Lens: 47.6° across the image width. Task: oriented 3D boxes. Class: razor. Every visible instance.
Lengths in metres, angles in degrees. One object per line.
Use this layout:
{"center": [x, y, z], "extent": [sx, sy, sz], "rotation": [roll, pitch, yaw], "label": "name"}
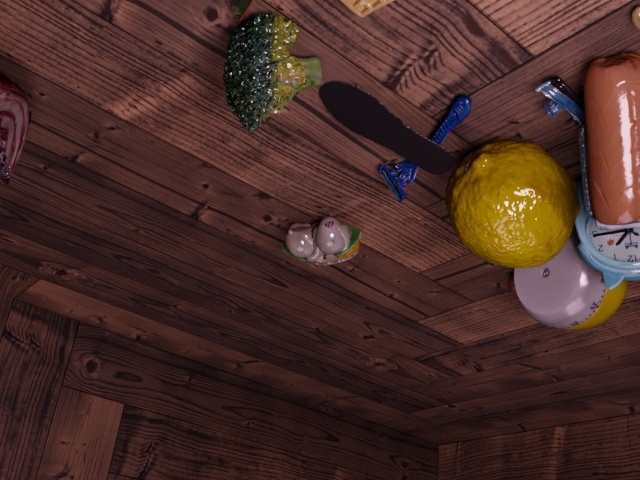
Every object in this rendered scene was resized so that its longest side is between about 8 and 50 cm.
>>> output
{"center": [0.233, -0.206, 1.536], "extent": [0.056, 0.093, 0.324], "rotation": [-26, 166, -35], "label": "razor"}

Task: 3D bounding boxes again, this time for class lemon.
{"center": [0.404, -0.069, 1.522], "extent": [0.268, 0.268, 0.322], "rotation": [-22, 137, 41], "label": "lemon"}

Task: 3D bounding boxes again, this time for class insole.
{"center": [0.136, -0.228, 1.483], "extent": [0.322, 0.007, 0.109], "rotation": [29, 142, -13], "label": "insole"}

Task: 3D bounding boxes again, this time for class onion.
{"center": [-0.727, -0.292, 1.497], "extent": [0.280, 0.146, 0.314], "rotation": [33, 149, 3], "label": "onion"}

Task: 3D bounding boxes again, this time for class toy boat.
{"center": [0.454, -0.261, 1.374], "extent": [0.061, 0.060, 0.137], "rotation": [-39, 135, 25], "label": "toy boat"}

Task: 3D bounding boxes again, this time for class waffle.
{"center": [0.095, -0.426, 1.190], "extent": [0.152, 0.023, 0.097], "rotation": [-16, 145, 37], "label": "waffle"}

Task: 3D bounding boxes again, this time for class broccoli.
{"center": [-0.082, -0.313, 1.340], "extent": [0.194, 0.194, 0.220], "rotation": [8, 128, -4], "label": "broccoli"}

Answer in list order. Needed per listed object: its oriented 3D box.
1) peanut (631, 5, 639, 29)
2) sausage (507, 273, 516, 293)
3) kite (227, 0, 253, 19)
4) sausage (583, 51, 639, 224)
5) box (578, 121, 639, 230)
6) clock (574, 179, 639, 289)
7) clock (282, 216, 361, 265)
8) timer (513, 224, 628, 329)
{"center": [0.549, -0.361, 1.204], "extent": [0.083, 0.037, 0.037], "rotation": [23, 147, -20], "label": "peanut"}
{"center": [0.581, 0.104, 2.006], "extent": [0.065, 0.065, 0.169], "rotation": [22, 148, -26], "label": "sausage"}
{"center": [-0.134, -0.478, 1.156], "extent": [0.234, 0.016, 0.321], "rotation": [-5, 150, 16], "label": "kite"}
{"center": [0.539, -0.179, 1.296], "extent": [0.121, 0.304, 0.121], "rotation": [-8, -170, 1], "label": "sausage"}
{"center": [0.604, -0.131, 1.439], "extent": [0.162, 0.130, 0.227], "rotation": [-5, 116, 20], "label": "box"}
{"center": [0.657, -0.017, 1.551], "extent": [0.223, 0.274, 0.094], "rotation": [-4, 152, 22], "label": "clock"}
{"center": [0.000, 0.000, 1.891], "extent": [0.231, 0.103, 0.144], "rotation": [-14, 144, 28], "label": "clock"}
{"center": [0.646, 0.095, 1.787], "extent": [0.285, 0.285, 0.285], "rotation": [5, 151, 3], "label": "timer"}
